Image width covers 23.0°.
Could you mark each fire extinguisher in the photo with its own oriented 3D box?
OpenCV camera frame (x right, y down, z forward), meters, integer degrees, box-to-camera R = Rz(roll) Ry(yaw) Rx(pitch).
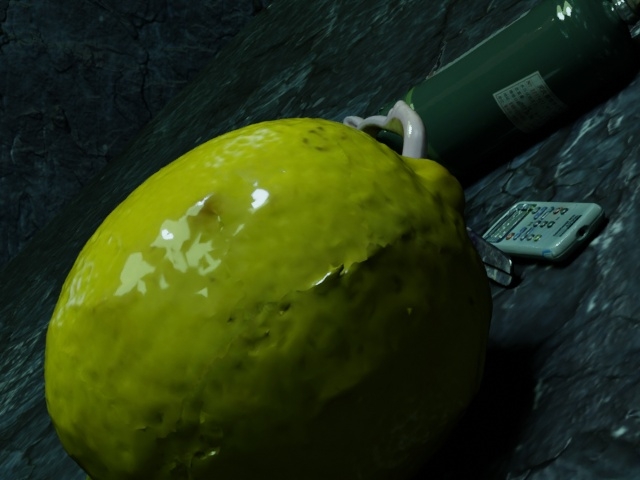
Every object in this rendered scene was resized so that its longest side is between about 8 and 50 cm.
[{"bbox_3d":[0.180,-0.145,1.303,0.294,0.118,0.093,-33,53,31],"label":"fire extinguisher"}]

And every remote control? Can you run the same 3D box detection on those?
[{"bbox_3d":[0.156,-0.007,1.120,0.053,0.018,0.124,-45,15,-12],"label":"remote control"}]

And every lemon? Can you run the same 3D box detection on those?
[{"bbox_3d":[-0.030,0.059,0.968,0.284,0.260,0.260,-19,17,1],"label":"lemon"}]

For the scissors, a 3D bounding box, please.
[{"bbox_3d":[0.077,-0.018,1.235,0.317,0.024,0.160,-142,62,-62],"label":"scissors"}]
